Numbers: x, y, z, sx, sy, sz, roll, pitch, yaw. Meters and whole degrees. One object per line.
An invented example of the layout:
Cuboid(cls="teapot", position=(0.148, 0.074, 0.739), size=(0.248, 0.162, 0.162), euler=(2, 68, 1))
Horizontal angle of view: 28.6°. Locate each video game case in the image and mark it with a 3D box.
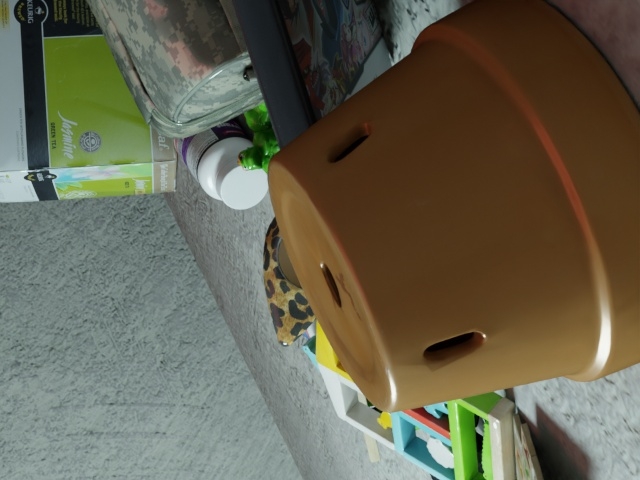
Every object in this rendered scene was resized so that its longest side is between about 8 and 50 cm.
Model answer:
Cuboid(cls="video game case", position=(-0.012, -0.214, 1.034), size=(0.248, 0.035, 0.274), euler=(-63, -39, -56))

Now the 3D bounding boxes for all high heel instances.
Cuboid(cls="high heel", position=(0.000, 0.000, 1.356), size=(0.186, 0.093, 0.261), euler=(-154, 79, -78))

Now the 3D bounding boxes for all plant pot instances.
Cuboid(cls="plant pot", position=(0.093, -0.009, 0.902), size=(0.290, 0.204, 0.291), euler=(62, 168, 23))

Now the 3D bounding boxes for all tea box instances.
Cuboid(cls="tea box", position=(-0.414, -0.253, 2.154), size=(0.220, 0.324, 0.328), euler=(117, 149, -77))

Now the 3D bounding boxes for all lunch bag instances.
Cuboid(cls="lunch bag", position=(-0.135, -0.279, 1.341), size=(0.305, 0.213, 0.256), euler=(64, 169, 3))

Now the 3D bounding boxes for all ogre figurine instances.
Cuboid(cls="ogre figurine", position=(-0.041, -0.112, 1.576), size=(0.197, 0.097, 0.118), euler=(54, 155, -21))

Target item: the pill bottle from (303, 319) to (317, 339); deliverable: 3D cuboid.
Cuboid(cls="pill bottle", position=(0.011, 0.070, 1.615), size=(0.124, 0.124, 0.221), euler=(69, 169, -16))

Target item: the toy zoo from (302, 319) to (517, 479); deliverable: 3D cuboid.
Cuboid(cls="toy zoo", position=(0.092, 0.181, 1.416), size=(0.293, 0.030, 0.192), euler=(28, 147, 31))

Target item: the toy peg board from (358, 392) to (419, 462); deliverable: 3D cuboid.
Cuboid(cls="toy peg board", position=(0.079, 0.186, 1.713), size=(0.160, 0.079, 0.161), euler=(-104, 0, -50))

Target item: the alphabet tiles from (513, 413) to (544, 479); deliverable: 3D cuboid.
Cuboid(cls="alphabet tiles", position=(0.222, 0.300, 1.269), size=(0.237, 0.009, 0.198), euler=(77, -178, -46))

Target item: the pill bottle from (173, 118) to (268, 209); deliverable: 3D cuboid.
Cuboid(cls="pill bottle", position=(-0.153, -0.129, 1.982), size=(0.193, 0.108, 0.108), euler=(51, 161, 50))

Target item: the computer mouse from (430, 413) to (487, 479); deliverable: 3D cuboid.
Cuboid(cls="computer mouse", position=(0.174, 0.241, 1.466), size=(0.071, 0.041, 0.242), euler=(43, 153, 19))
